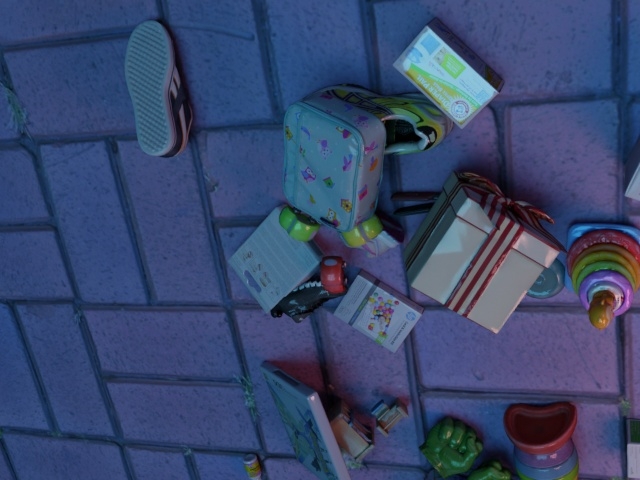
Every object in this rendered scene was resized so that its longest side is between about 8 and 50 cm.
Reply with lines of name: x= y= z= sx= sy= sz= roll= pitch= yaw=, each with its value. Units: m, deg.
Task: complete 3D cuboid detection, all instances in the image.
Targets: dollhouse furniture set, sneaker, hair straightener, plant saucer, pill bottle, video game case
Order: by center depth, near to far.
sneaker: x=0.090 y=-0.260 z=1.732 sx=0.385 sy=0.147 sz=0.145 roll=0 pitch=116 yaw=22
plant saucer: x=0.503 y=0.086 z=1.813 sx=0.120 sy=0.021 sz=0.119 roll=9 pitch=117 yaw=17
hair straightener: x=0.279 y=-0.071 z=1.817 sx=0.231 sy=0.047 sz=0.089 roll=-3 pitch=113 yaw=17
sneaker: x=0.071 y=-0.045 z=1.866 sx=0.252 sy=0.103 sz=0.111 roll=40 pitch=119 yaw=0
sneaker: x=-0.385 y=-0.355 z=1.890 sx=0.126 sy=0.127 sz=0.320 roll=-4 pitch=88 yaw=16
sneaker: x=-0.034 y=0.156 z=1.997 sx=0.235 sy=0.078 sz=0.106 roll=-6 pitch=80 yaw=27
dollhouse furniture set: x=0.120 y=0.462 z=2.094 sx=0.184 sy=0.129 sz=0.129 roll=-44 pitch=93 yaw=7
video game case: x=-0.037 y=0.503 z=2.099 sx=0.300 sy=0.036 sz=0.328 roll=15 pitch=129 yaw=61
pill bottle: x=-0.201 y=0.679 z=2.344 sx=0.044 sy=0.043 sz=0.083 roll=-6 pitch=112 yaw=23

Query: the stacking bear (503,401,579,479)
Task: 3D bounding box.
stacking bear: x=0.564 y=0.565 z=1.946 sx=0.176 sy=0.164 sz=0.288 roll=-8 pitch=115 yaw=24

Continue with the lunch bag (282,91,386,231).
lunch bag: x=0.018 y=-0.163 z=1.685 sx=0.224 sy=0.108 sz=0.279 roll=29 pitch=133 yaw=27

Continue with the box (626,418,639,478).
box: x=0.767 y=0.492 z=1.859 sx=0.087 sy=0.101 sz=0.101 roll=0 pitch=114 yaw=20

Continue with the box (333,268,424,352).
box: x=0.145 y=0.178 z=1.982 sx=0.186 sy=0.038 sz=0.145 roll=32 pitch=121 yaw=3

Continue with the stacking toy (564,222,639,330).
stacking toy: x=0.584 y=0.093 z=1.622 sx=0.166 sy=0.302 sz=0.175 roll=5 pitch=115 yaw=19

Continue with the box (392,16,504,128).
box: x=0.269 y=-0.349 z=1.647 sx=0.203 sy=0.103 sz=0.114 roll=42 pitch=121 yaw=-2

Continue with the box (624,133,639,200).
box: x=0.682 y=-0.173 z=1.530 sx=0.119 sy=0.181 sz=0.181 roll=22 pitch=120 yaw=11

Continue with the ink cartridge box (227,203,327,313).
ink cartridge box: x=-0.109 y=0.047 z=1.976 sx=0.181 sy=0.056 sz=0.224 roll=52 pitch=124 yaw=13

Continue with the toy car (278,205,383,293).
toy car: x=0.000 y=0.000 z=1.821 sx=0.225 sy=0.053 sz=0.239 roll=30 pitch=119 yaw=-2

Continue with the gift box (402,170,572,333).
gift box: x=0.347 y=0.019 z=1.660 sx=0.255 sy=0.276 sz=0.258 roll=27 pitch=106 yaw=-13

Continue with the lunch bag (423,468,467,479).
lunch bag: x=0.352 y=0.779 z=2.147 sx=0.243 sy=0.115 sz=0.303 roll=17 pitch=118 yaw=15

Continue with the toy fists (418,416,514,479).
toy fists: x=0.385 y=0.580 z=2.008 sx=0.142 sy=0.096 sz=0.279 roll=-41 pitch=73 yaw=-1
